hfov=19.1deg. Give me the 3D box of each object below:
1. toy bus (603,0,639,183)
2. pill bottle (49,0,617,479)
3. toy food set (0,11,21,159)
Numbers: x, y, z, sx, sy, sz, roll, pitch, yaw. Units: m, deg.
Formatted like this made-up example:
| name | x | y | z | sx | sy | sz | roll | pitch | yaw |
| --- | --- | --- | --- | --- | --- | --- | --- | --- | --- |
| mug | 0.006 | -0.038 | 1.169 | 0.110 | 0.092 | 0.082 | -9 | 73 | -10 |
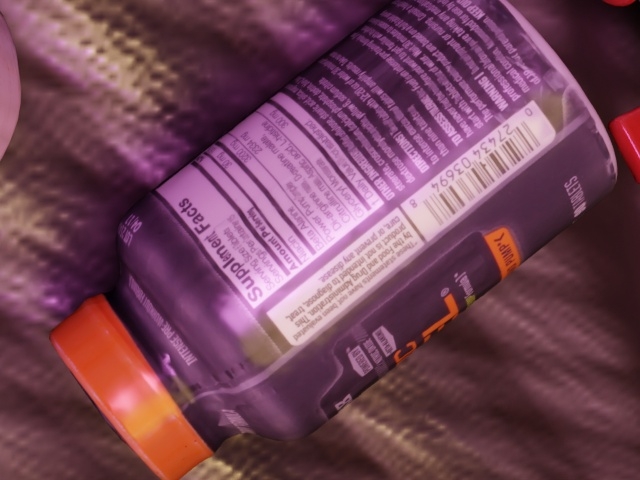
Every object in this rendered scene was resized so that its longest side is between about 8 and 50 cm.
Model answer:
| name | x | y | z | sx | sy | sz | roll | pitch | yaw |
| --- | --- | --- | --- | --- | --- | --- | --- | --- | --- |
| toy bus | 0.205 | -0.119 | 0.845 | 0.202 | 0.104 | 0.191 | 9 | 68 | -31 |
| pill bottle | 0.000 | 0.000 | 0.843 | 0.245 | 0.130 | 0.130 | -38 | 126 | -5 |
| toy food set | -0.281 | -0.001 | 0.731 | 0.219 | 0.092 | 0.306 | 27 | 102 | -47 |
